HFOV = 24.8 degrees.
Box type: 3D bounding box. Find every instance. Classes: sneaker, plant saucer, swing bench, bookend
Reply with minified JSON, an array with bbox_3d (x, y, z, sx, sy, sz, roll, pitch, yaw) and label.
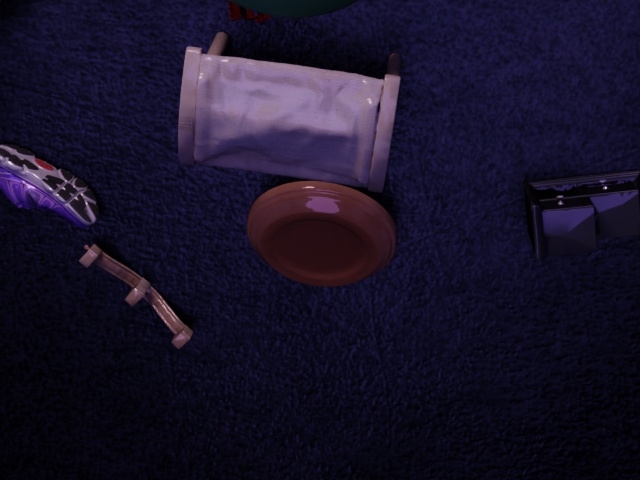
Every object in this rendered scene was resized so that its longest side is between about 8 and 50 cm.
[{"bbox_3d":[-0.377,-0.065,1.969,0.170,0.068,0.071,32,119,5],"label":"sneaker"},{"bbox_3d":[0.000,0.000,1.901,0.200,0.037,0.200,6,142,5],"label":"plant saucer"},{"bbox_3d":[-0.034,-0.156,1.813,0.253,0.255,0.165,9,104,2],"label":"swing bench"},{"bbox_3d":[0.344,-0.034,1.864,0.156,0.157,0.072,-6,103,6],"label":"bookend"}]

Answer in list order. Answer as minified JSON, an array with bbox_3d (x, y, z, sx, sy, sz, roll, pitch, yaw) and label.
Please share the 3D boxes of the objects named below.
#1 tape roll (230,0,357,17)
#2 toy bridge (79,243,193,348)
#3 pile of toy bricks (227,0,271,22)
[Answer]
[{"bbox_3d":[-0.036,-0.433,1.764,0.321,0.077,0.321,2,78,-12],"label":"tape roll"},{"bbox_3d":[-0.249,0.069,1.980,0.188,0.063,0.026,43,102,-7],"label":"toy bridge"},{"bbox_3d":[-0.062,-0.379,1.854,0.105,0.118,0.212,-5,87,-23],"label":"pile of toy bricks"}]
